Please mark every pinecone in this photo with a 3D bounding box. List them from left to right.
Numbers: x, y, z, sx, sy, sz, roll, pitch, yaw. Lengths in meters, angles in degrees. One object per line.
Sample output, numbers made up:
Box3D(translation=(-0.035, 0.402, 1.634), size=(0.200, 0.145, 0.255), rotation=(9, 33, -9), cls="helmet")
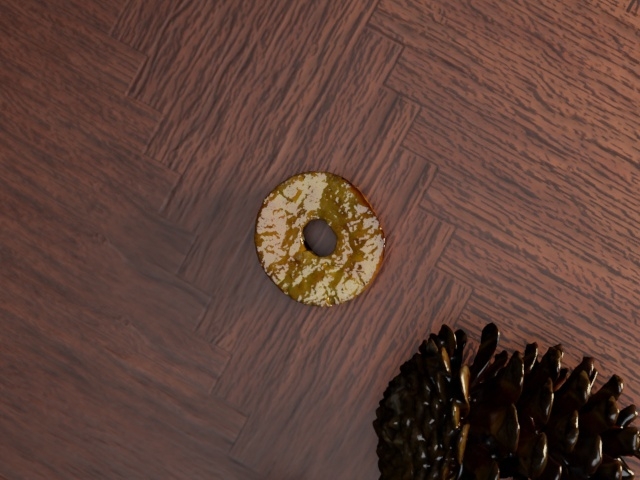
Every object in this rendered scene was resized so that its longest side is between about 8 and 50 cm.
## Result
Box3D(translation=(0.199, 0.211, 1.604), size=(0.292, 0.246, 0.246), rotation=(6, 89, -7), cls="pinecone")

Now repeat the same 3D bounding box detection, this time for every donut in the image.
Box3D(translation=(0.000, 0.000, 1.710), size=(0.152, 0.058, 0.152), rotation=(0, 88, 6), cls="donut")
